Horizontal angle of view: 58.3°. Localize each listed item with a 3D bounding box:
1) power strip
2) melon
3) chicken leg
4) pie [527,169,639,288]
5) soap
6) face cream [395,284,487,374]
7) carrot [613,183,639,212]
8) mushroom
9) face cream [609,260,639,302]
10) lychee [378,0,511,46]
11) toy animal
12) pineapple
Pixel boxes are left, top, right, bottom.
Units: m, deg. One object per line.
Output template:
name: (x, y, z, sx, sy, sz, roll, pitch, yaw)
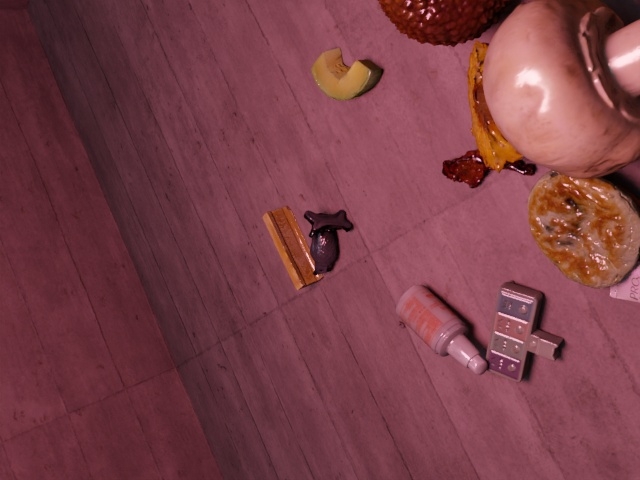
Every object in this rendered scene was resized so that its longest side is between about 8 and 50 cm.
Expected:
power strip: (0.442, 0.207, 1.232, 0.145, 0.061, 0.215, 20, 120, 35)
melon: (0.060, -0.410, 1.421, 0.209, 0.064, 0.118, 42, 133, 34)
chicken leg: (0.343, -0.156, 1.206, 0.205, 0.053, 0.093, -4, 124, 56)
pie: (0.480, -0.026, 1.056, 0.240, 0.054, 0.240, 43, 148, 37)
soap: (-0.083, 0.019, 1.721, 0.037, 0.092, 0.252, -36, 77, 47)
face cream: (0.290, 0.215, 1.342, 0.251, 0.101, 0.101, 45, 134, 39)
carrot: (0.587, -0.014, 0.987, 0.248, 0.043, 0.043, 48, 135, 24)
mushroom: (0.436, -0.262, 0.868, 0.336, 0.314, 0.314, -22, 87, 45)
face cream: (0.619, 0.090, 0.984, 0.244, 0.058, 0.092, 20, 124, 50)
lychee: (0.224, -0.497, 1.063, 0.267, 0.267, 0.267, 21, 119, 43)
toy animal: (-0.002, 0.001, 1.627, 0.117, 0.121, 0.210, -118, 30, -41)
pineapple: (0.369, -0.260, 1.114, 0.140, 0.164, 0.249, 83, 171, -86)
